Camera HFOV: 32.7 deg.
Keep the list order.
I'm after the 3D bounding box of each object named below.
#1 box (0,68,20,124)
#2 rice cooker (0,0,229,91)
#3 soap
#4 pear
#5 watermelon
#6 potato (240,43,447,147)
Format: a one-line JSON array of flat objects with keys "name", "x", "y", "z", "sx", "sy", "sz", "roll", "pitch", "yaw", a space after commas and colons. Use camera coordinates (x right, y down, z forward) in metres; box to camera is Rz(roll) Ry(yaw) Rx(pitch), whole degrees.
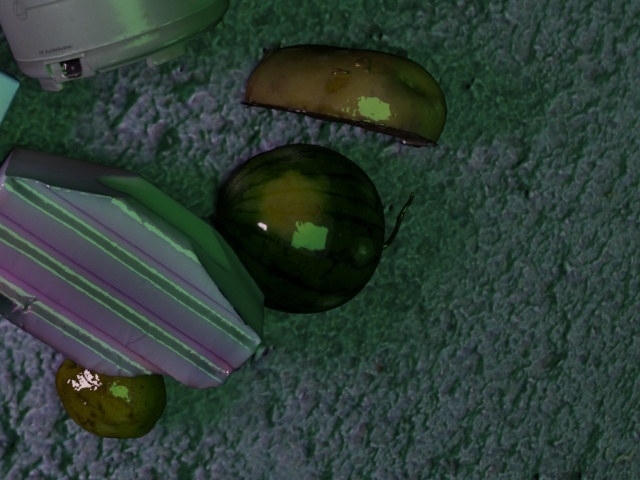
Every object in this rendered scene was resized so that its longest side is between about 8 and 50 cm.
[{"name": "box", "x": -0.422, "y": -0.094, "z": 1.108, "sx": 0.142, "sy": 0.083, "sz": 0.232, "roll": 27, "pitch": 92, "yaw": -24}, {"name": "rice cooker", "x": -0.219, "y": -0.287, "z": 1.065, "sx": 0.280, "sy": 0.241, "sz": 0.227, "roll": -47, "pitch": 126, "yaw": -52}, {"name": "soap", "x": -0.218, "y": 0.035, "z": 1.167, "sx": 0.324, "sy": 0.109, "sz": 0.193, "roll": 36, "pitch": 109, "yaw": -18}, {"name": "pear", "x": -0.235, "y": 0.169, "z": 1.235, "sx": 0.107, "sy": 0.107, "sz": 0.131, "roll": -49, "pitch": 123, "yaw": -6}, {"name": "watermelon", "x": -0.007, "y": -0.001, "z": 1.280, "sx": 0.232, "sy": 0.127, "sz": 0.204, "roll": 25, "pitch": 98, "yaw": -27}, {"name": "potato", "x": 0.046, "y": -0.174, "z": 1.259, "sx": 0.243, "sy": 0.138, "sz": 0.098, "roll": 9, "pitch": 93, "yaw": -27}]
